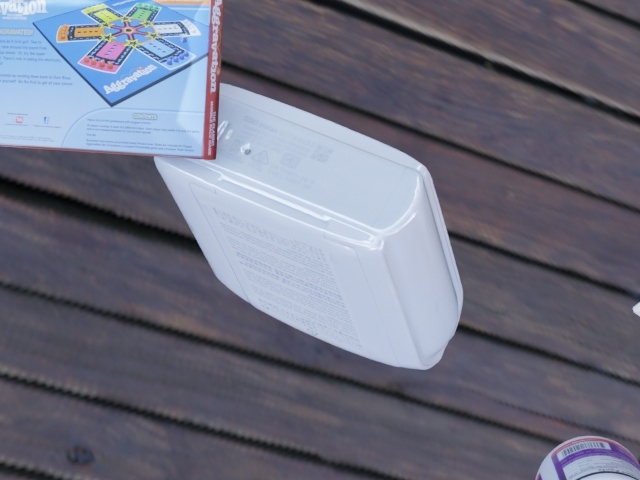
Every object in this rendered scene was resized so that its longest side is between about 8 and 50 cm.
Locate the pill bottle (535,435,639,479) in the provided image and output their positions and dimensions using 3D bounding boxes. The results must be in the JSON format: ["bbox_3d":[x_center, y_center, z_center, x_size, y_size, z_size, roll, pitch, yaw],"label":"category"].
[{"bbox_3d":[0.256,0.253,1.602,0.108,0.193,0.108,0,100,2],"label":"pill bottle"}]

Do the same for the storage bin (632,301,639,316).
[{"bbox_3d":[0.398,0.056,1.189,0.262,0.123,0.260,17,136,-38],"label":"storage bin"}]

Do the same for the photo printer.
[{"bbox_3d":[0.000,0.000,1.623,0.107,0.256,0.307,-59,155,-19],"label":"photo printer"}]

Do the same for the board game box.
[{"bbox_3d":[-0.213,-0.150,1.536,0.027,0.281,0.145,-7,101,-63],"label":"board game box"}]
